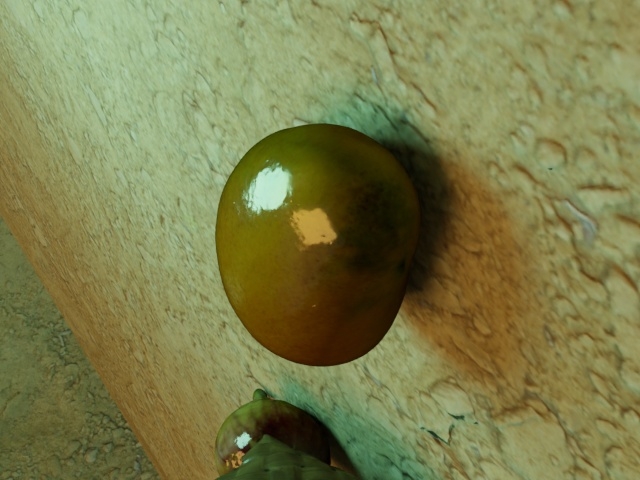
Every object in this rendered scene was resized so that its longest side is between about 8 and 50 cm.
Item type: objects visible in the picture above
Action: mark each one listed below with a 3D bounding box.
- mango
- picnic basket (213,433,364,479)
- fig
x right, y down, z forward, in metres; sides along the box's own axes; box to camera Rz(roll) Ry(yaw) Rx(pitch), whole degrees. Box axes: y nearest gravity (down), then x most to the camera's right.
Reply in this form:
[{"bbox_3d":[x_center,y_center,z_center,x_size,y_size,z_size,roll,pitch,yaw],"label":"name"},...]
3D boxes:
[{"bbox_3d":[-0.006,-0.002,0.810,0.176,0.139,0.254,37,146,17],"label":"mango"},{"bbox_3d":[-0.050,0.414,1.093,0.337,0.337,0.292,31,130,49],"label":"picnic basket"},{"bbox_3d":[-0.085,0.271,1.355,0.231,0.143,0.160,26,143,54],"label":"fig"}]
